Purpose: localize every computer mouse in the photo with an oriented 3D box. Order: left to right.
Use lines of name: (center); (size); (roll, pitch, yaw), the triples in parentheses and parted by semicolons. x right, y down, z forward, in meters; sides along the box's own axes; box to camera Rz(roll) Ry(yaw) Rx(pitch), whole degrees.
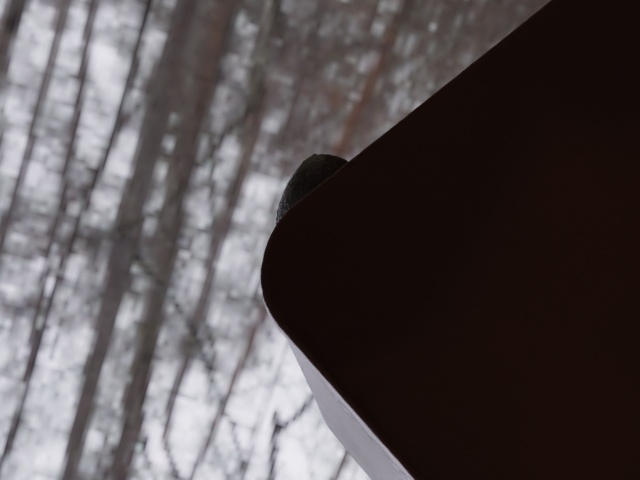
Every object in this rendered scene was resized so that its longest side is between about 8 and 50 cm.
computer mouse: (0.000, 0.000, 1.279); (0.047, 0.079, 0.135); (8, -116, -41)

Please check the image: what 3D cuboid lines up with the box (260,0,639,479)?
box: (0.161, 0.030, 1.043); (0.239, 0.339, 0.229); (48, 169, 19)
